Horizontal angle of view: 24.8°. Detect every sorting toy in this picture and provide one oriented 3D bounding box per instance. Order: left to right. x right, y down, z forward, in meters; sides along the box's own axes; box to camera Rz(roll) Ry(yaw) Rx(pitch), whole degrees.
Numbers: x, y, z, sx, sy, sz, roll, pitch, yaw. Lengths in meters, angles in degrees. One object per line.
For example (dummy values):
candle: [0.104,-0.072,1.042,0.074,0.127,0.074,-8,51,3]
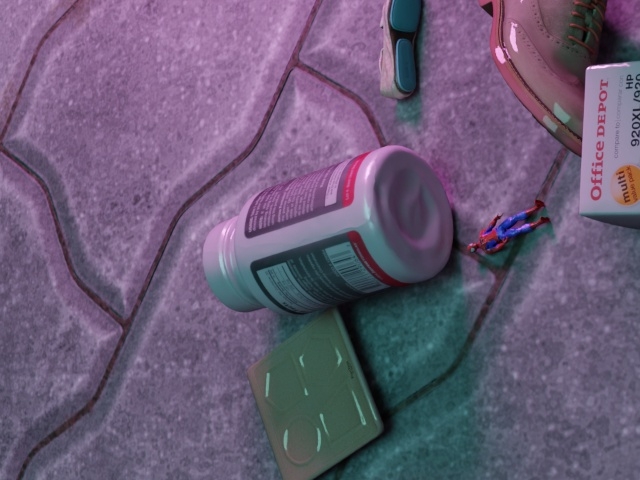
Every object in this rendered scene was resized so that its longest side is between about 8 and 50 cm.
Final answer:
sorting toy: [-0.006,0.215,1.966,0.208,0.038,0.193,-41,57,35]

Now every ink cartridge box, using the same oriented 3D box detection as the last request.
ink cartridge box: [0.416,-0.098,1.542,0.233,0.168,0.171,0,83,43]

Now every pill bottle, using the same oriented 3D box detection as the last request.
pill bottle: [0.000,0.000,1.899,0.318,0.176,0.176,-17,71,39]

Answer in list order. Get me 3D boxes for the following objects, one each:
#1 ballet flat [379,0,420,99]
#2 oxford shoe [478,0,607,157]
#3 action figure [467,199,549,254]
ballet flat: [0.098,-0.271,1.942,0.052,0.057,0.168,-5,78,52]
oxford shoe: [0.274,-0.243,1.689,0.130,0.123,0.348,-37,44,25]
action figure: [0.227,-0.012,1.797,0.115,0.030,0.038,-33,67,36]
